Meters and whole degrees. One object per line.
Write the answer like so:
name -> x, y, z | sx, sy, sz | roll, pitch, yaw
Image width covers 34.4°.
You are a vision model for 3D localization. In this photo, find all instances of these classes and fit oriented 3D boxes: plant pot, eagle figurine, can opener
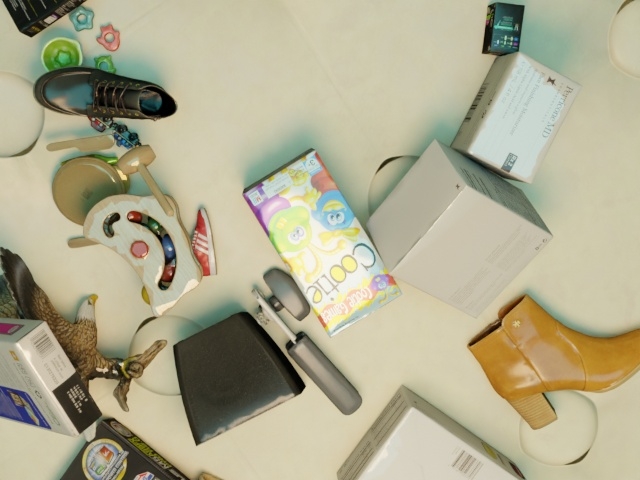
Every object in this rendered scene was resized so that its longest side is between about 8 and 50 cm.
plant pot -> -0.147, 0.219, 1.731 | 0.187, 0.188, 0.167 | -26, 84, 0
eagle figurine -> -0.431, 0.161, 1.700 | 0.298, 0.225, 0.226 | 27, 105, -17
can opener -> -0.019, 0.178, 1.778 | 0.093, 0.074, 0.280 | -37, 98, 0

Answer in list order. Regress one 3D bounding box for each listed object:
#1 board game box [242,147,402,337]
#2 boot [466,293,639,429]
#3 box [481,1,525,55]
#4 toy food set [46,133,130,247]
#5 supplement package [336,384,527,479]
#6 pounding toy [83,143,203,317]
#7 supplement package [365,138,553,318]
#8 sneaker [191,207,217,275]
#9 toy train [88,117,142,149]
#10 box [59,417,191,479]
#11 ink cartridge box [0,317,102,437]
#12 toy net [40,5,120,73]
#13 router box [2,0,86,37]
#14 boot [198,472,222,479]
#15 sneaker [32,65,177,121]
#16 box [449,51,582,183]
board game box -> 0.000, 0.000, 1.724 | 0.142, 0.144, 0.275 | -32, 97, 1
boot -> 0.421, 0.174, 1.792 | 0.295, 0.104, 0.211 | -34, 98, 5
box -> 0.308, -0.355, 1.744 | 0.052, 0.062, 0.083 | 5, 96, -5
toy food set -> -0.386, -0.084, 1.748 | 0.132, 0.038, 0.192 | -6, 108, 2
supplement package -> 0.194, 0.416, 1.783 | 0.262, 0.145, 0.204 | 35, 94, -7
pounding toy -> -0.296, -0.006, 1.662 | 0.154, 0.155, 0.269 | -22, 93, -3
supplement package -> 0.221, -0.017, 1.677 | 0.203, 0.149, 0.194 | 27, 114, -31
sneaker -> -0.215, 0.006, 1.762 | 0.067, 0.042, 0.118 | -8, 99, -6
toy train -> -0.370, -0.201, 1.736 | 0.158, 0.027, 0.036 | 36, 97, -6
box -> -0.359, 0.476, 1.765 | 0.216, 0.060, 0.270 | 36, 93, 12
ink cartridge box -> -0.496, 0.208, 1.636 | 0.069, 0.371, 0.175 | -42, 114, -36
toy net -> -0.393, -0.381, 1.704 | 0.122, 0.045, 0.232 | 3, 96, -3
router box -> -0.464, -0.439, 1.665 | 0.133, 0.046, 0.179 | -31, 83, 9
boot -> -0.153, 0.549, 1.801 | 0.262, 0.095, 0.203 | 35, 93, 3
sneaker -> -0.343, -0.236, 1.658 | 0.222, 0.118, 0.083 | 1, 99, -22
box -> 0.316, -0.201, 1.702 | 0.119, 0.182, 0.181 | 26, 95, -6
